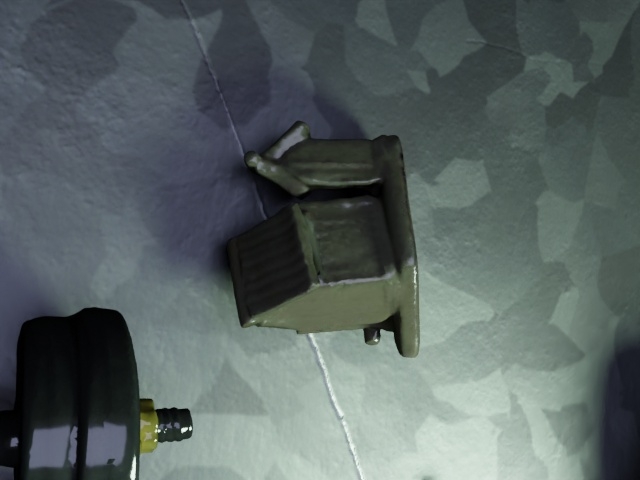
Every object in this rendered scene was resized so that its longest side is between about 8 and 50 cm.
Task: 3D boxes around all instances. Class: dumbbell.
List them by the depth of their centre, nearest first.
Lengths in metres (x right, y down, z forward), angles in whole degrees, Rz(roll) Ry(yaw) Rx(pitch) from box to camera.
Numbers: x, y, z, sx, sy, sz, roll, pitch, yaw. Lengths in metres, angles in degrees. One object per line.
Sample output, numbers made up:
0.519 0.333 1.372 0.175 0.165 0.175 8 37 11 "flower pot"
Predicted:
-0.279 0.137 0.471 0.388 0.185 0.185 4 85 -25 "dumbbell"

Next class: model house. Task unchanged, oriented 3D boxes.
0.006 -0.002 0.654 0.188 0.122 0.230 -2 73 -13 "model house"
